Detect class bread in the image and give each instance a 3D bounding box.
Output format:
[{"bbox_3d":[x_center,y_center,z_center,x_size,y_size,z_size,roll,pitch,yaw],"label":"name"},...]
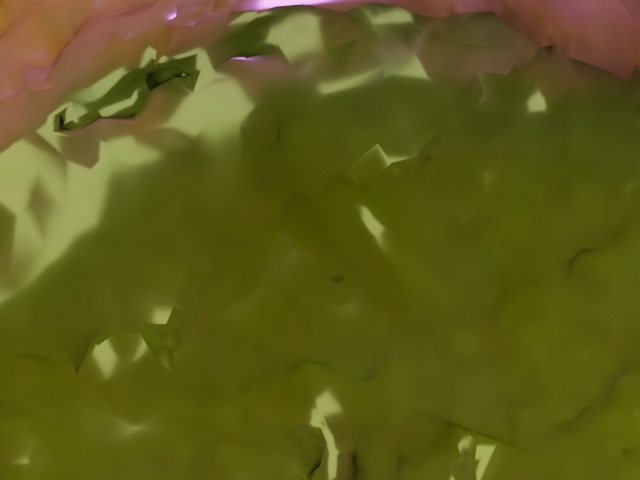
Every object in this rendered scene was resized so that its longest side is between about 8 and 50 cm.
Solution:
[{"bbox_3d":[0.000,0.000,0.579,0.348,0.308,0.348,-6,120,-11],"label":"bread"}]
